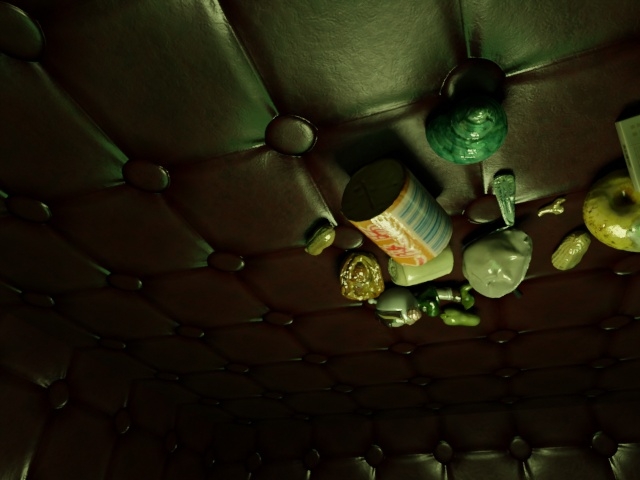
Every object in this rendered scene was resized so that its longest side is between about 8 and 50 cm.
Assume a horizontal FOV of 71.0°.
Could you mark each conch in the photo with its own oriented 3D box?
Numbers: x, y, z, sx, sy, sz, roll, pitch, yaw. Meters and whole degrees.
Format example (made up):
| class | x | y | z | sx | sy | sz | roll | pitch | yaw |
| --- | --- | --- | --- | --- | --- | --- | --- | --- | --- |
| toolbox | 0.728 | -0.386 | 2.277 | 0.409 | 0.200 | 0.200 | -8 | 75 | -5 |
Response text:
| class | x | y | z | sx | sy | sz | roll | pitch | yaw |
| --- | --- | --- | --- | --- | --- | --- | --- | --- | --- |
| conch | 0.383 | -0.287 | 1.162 | 0.196 | 0.134 | 0.202 | 1 | 143 | -1 |

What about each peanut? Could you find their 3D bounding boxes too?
| class | x | y | z | sx | sy | sz | roll | pitch | yaw |
| --- | --- | --- | --- | --- | --- | --- | --- | --- | --- |
| peanut | 0.000 | 0.000 | 1.608 | 0.080 | 0.080 | 0.174 | 19 | 143 | -21 |
| peanut | 0.897 | 0.037 | 1.600 | 0.094 | 0.083 | 0.194 | 4 | 142 | -3 |

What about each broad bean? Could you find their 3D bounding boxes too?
| class | x | y | z | sx | sy | sz | roll | pitch | yaw |
| --- | --- | --- | --- | --- | --- | --- | --- | --- | --- |
| broad bean | 0.618 | 0.239 | 1.903 | 0.071 | 0.048 | 0.213 | -3 | 147 | 15 |
| broad bean | 0.617 | 0.345 | 2.000 | 0.175 | 0.082 | 0.124 | 16 | 173 | -19 |

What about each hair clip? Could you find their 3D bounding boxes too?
| class | x | y | z | sx | sy | sz | roll | pitch | yaw |
| --- | --- | --- | --- | --- | --- | --- | --- | --- | --- |
| hair clip | 0.593 | -0.133 | 1.432 | 0.066 | 0.036 | 0.229 | -17 | 133 | 16 |

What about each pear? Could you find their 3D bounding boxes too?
| class | x | y | z | sx | sy | sz | roll | pitch | yaw |
| --- | --- | --- | --- | --- | --- | --- | --- | --- | --- |
| pear | 0.926 | -0.090 | 1.328 | 0.272 | 0.271 | 0.271 | 1 | 142 | 1 |

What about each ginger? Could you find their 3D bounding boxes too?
| class | x | y | z | sx | sy | sz | roll | pitch | yaw |
| --- | --- | --- | --- | --- | --- | --- | --- | --- | --- |
| ginger | 0.762 | -0.106 | 1.467 | 0.048 | 0.030 | 0.097 | 45 | 129 | -6 |

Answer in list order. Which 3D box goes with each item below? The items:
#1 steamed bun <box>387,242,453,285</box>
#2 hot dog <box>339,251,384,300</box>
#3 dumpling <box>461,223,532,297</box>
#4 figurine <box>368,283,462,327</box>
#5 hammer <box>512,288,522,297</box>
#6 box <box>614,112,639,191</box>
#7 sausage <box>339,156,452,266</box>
| class | x | y | z | sx | sy | sz | roll | pitch | yaw |
| --- | --- | --- | --- | --- | --- | --- | --- | --- | --- |
| steamed bun | 0.366 | 0.061 | 1.620 | 0.226 | 0.170 | 0.200 | -14 | 174 | -5 |
| hot dog | 0.160 | 0.156 | 1.766 | 0.175 | 0.114 | 0.259 | -6 | 142 | 9 |
| dumpling | 0.594 | 0.067 | 1.561 | 0.163 | 0.204 | 0.293 | 32 | 144 | -17 |
| figurine | 0.390 | 0.261 | 1.861 | 0.370 | 0.167 | 0.281 | -13 | 177 | 5 |
| hammer | 0.775 | 0.185 | 1.848 | 0.103 | 0.029 | 0.246 | -23 | 137 | 29 |
| box | 0.873 | -0.240 | 1.166 | 0.141 | 0.201 | 0.058 | -19 | -177 | 23 |
| sausage | 0.236 | -0.080 | 1.362 | 0.233 | 0.233 | 0.287 | -25 | 136 | 31 |
